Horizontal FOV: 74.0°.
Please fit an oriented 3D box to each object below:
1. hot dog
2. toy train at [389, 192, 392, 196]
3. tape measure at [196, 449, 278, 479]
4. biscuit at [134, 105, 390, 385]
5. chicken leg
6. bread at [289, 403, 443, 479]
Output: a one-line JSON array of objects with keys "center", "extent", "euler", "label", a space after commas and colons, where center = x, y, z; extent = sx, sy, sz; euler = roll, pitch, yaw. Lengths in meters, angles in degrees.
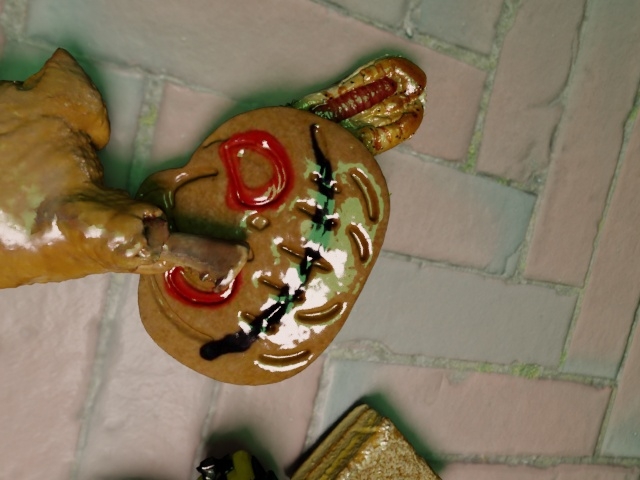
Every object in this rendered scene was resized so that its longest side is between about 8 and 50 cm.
[{"center": [0.043, -0.175, 0.608], "extent": [0.253, 0.069, 0.131], "euler": [-25, 104, -12], "label": "hot dog"}, {"center": [0.000, 0.000, 0.627], "extent": [0.085, 0.053, 0.249], "euler": [43, 84, -24], "label": "toy train"}, {"center": [-0.098, 0.378, 0.579], "extent": [0.112, 0.186, 0.198], "euler": [-27, 100, -17], "label": "tape measure"}, {"center": [-0.092, 0.002, 0.545], "extent": [0.314, 0.063, 0.367], "euler": [27, 95, -2], "label": "biscuit"}, {"center": [-0.271, -0.063, 0.458], "extent": [0.410, 0.182, 0.294], "euler": [14, 74, -6], "label": "chicken leg"}, {"center": [0.088, 0.403, 0.681], "extent": [0.184, 0.111, 0.234], "euler": [-43, 107, -15], "label": "bread"}]
